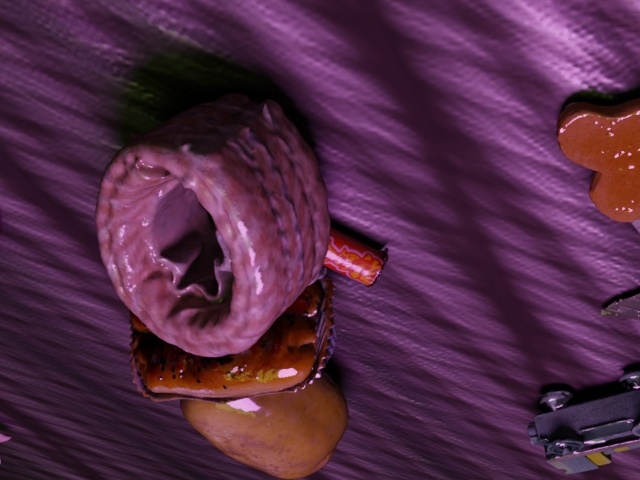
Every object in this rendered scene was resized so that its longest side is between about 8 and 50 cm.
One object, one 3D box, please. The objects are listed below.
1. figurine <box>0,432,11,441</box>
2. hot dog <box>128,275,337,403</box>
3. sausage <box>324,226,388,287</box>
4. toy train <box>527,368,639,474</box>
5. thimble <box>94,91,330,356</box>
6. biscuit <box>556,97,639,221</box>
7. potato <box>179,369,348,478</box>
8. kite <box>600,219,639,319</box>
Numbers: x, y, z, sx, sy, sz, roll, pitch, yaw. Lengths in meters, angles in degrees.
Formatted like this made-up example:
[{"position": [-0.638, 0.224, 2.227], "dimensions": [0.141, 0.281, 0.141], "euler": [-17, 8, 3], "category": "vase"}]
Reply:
[{"position": [-0.643, 0.300, 1.189], "dimensions": [0.236, 0.127, 0.155], "euler": [16, 128, -12], "category": "figurine"}, {"position": [-0.106, 0.102, 0.812], "dimensions": [0.271, 0.162, 0.082], "euler": [-6, 149, 20], "category": "hot dog"}, {"position": [0.000, 0.000, 0.767], "dimensions": [0.145, 0.048, 0.050], "euler": [27, 138, -11], "category": "sausage"}, {"position": [0.370, 0.230, 0.902], "dimensions": [0.200, 0.083, 0.132], "euler": [-22, 138, 32], "category": "toy train"}, {"position": [-0.099, -0.014, 0.675], "dimensions": [0.196, 0.148, 0.229], "euler": [10, 124, 26], "category": "thimble"}, {"position": [0.329, -0.095, 0.593], "dimensions": [0.240, 0.035, 0.158], "euler": [-16, 132, 28], "category": "biscuit"}, {"position": [-0.070, 0.215, 0.934], "dimensions": [0.229, 0.148, 0.197], "euler": [26, 123, -16], "category": "potato"}, {"position": [0.382, 0.026, 0.726], "dimensions": [0.250, 0.012, 0.229], "euler": [34, 130, -21], "category": "kite"}]
